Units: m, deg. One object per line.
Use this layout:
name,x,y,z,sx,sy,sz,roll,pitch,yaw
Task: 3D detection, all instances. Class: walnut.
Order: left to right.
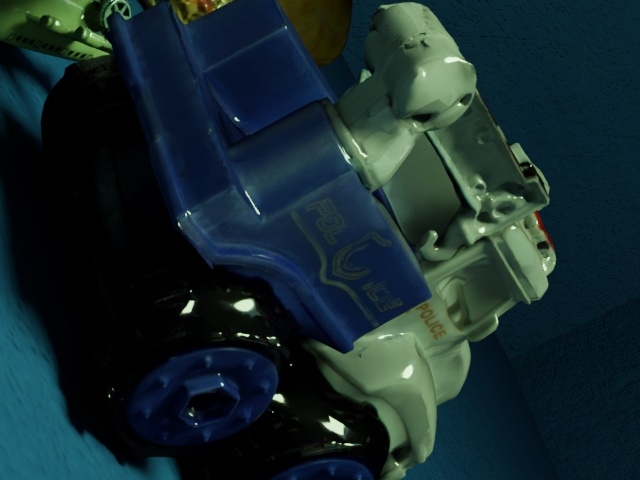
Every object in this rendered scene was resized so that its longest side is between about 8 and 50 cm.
walnut,-0.042,-0.206,1.152,0.137,0.137,0.245,65,7,18

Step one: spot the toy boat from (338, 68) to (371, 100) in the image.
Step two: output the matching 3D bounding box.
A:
toy boat,0.060,-0.072,1.474,0.199,0.100,0.290,60,7,-15

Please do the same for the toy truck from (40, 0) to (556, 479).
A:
toy truck,0.000,0.000,0.537,0.213,0.177,0.161,53,12,-51

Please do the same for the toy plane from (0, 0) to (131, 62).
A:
toy plane,-0.109,-0.092,0.574,0.102,0.040,0.111,21,-4,38

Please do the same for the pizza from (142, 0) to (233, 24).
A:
pizza,-0.097,-0.194,0.965,0.226,0.069,0.147,58,11,-34
